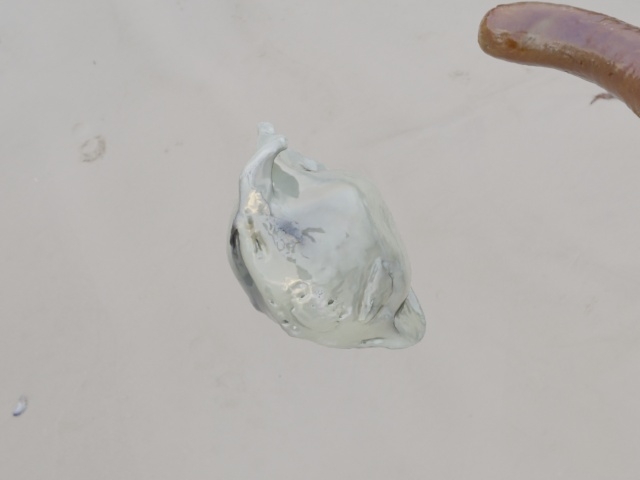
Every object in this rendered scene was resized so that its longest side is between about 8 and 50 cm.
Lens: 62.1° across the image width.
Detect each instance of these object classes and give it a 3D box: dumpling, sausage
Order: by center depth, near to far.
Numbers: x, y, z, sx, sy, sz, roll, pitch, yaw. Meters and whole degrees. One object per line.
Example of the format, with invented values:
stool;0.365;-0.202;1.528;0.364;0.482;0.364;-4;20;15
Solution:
sausage;0.322;-0.228;0.645;0.103;0.076;0.302;-31;47;-11
dumpling;0.000;0.000;0.658;0.187;0.318;0.242;-32;32;20
